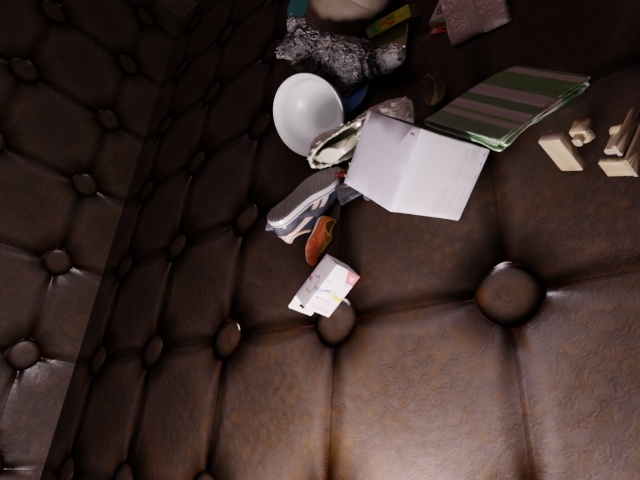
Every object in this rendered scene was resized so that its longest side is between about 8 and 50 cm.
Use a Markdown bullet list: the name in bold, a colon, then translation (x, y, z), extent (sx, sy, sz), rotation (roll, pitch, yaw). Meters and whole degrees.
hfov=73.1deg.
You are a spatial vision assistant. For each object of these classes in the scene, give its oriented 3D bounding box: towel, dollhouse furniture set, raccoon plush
- **towel**: translation (0.457, -0.769, 1.313), extent (0.187, 0.049, 0.283), rotation (-10, 101, 40)
- **dollhouse furniture set**: translation (0.602, -0.230, 0.940), extent (0.123, 0.144, 0.151), rotation (-61, 28, -9)
- **raccoon plush**: translation (0.054, -0.689, 1.498), extent (0.446, 0.299, 0.216), rotation (-7, 63, 53)
- **towel**: translation (0.468, -0.346, 1.090), extent (0.324, 0.038, 0.248), rotation (-35, 41, -14)

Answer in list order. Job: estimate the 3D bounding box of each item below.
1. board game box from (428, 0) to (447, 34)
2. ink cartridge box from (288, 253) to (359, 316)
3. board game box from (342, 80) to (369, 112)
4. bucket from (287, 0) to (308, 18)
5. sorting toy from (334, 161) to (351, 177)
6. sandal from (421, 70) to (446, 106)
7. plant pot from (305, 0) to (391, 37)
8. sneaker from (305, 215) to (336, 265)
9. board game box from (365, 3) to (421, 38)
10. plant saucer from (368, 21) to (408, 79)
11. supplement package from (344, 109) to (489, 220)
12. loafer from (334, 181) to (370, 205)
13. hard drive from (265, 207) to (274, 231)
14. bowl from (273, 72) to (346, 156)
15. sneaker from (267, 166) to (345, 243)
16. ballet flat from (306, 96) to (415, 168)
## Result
- **board game box**: translation (0.462, -0.821, 1.463), extent (0.124, 0.039, 0.260), rotation (17, 82, 46)
- **ink cartridge box**: translation (0.010, 0.151, 1.278), extent (0.198, 0.115, 0.067), rotation (-53, 43, 8)
- **board game box**: translation (0.124, -0.533, 1.617), extent (0.133, 0.033, 0.168), rotation (-57, 36, 5)
- **bucket**: translation (0.000, -0.998, 1.879), extent (0.281, 0.183, 0.281), rotation (-23, 52, 33)
- **sorting toy**: translation (0.151, -0.241, 1.354), extent (0.132, 0.046, 0.274), rotation (-31, 24, -23)
- **sandal**: translation (0.360, -0.472, 1.357), extent (0.072, 0.049, 0.180), rotation (-24, 38, 25)
- **plant pot**: translation (0.081, -0.895, 1.638), extent (0.280, 0.323, 0.323), rotation (-52, 37, 43)
- **sneaker**: translation (0.000, 0.000, 1.413), extent (0.067, 0.064, 0.175), rotation (13, 80, 36)
- **board game box**: translation (0.266, -0.805, 1.590), extent (0.181, 0.092, 0.043), rotation (-10, 106, 39)
- **plant saucer**: translation (0.243, -0.679, 1.577), extent (0.188, 0.045, 0.189), rotation (-10, 62, 40)
- **supplement package**: translation (0.243, -0.189, 1.105), extent (0.198, 0.262, 0.199), rotation (40, 118, 47)
- **loafer**: translation (0.151, -0.166, 1.365), extent (0.223, 0.076, 0.078), rotation (-13, 98, 28)
- **hard drive**: translation (-0.144, -0.084, 1.620), extent (0.135, 0.022, 0.094), rotation (-5, 64, 41)
- **bowl**: translation (-0.018, -0.468, 1.590), extent (0.297, 0.298, 0.134), rotation (-14, 16, 37)
- **sneaker**: translation (-0.034, -0.122, 1.480), extent (0.321, 0.128, 0.126), rotation (-39, 40, -16)
- **ballet flat**: translation (0.121, -0.324, 1.407), extent (0.408, 0.147, 0.147), rotation (-18, 56, 37)
